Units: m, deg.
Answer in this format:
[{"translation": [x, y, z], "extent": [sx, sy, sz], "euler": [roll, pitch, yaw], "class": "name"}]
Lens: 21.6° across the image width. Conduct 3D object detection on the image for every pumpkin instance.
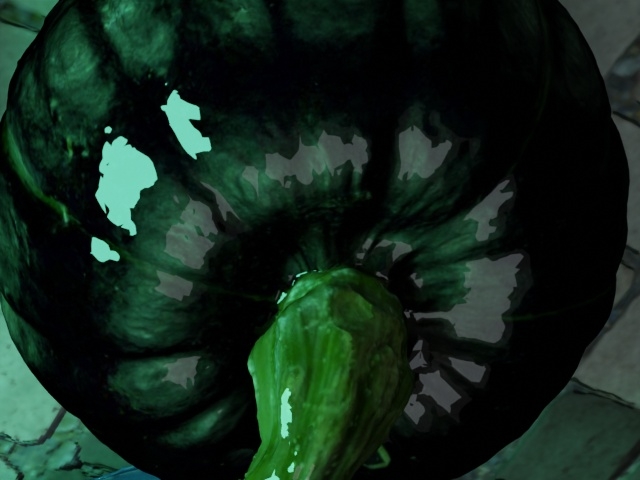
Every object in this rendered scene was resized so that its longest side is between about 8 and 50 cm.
[{"translation": [0.000, 0.000, 0.735], "extent": [0.296, 0.296, 0.295], "euler": [-5, 125, -7], "class": "pumpkin"}]

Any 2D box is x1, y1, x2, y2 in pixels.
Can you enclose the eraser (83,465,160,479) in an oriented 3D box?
[{"translation": [-0.103, 0.198, 0.965], "extent": [0.312, 0.042, 0.144], "euler": [-14, 116, -2], "class": "eraser"}]
